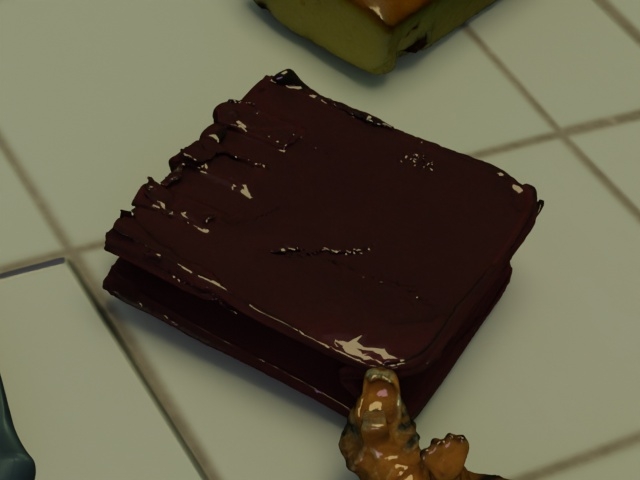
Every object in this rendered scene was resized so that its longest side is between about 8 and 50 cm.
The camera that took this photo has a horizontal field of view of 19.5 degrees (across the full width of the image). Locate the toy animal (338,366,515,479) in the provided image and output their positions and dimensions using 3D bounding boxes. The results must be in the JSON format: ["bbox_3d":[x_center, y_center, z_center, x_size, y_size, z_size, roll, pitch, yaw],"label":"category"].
[{"bbox_3d":[0.134,0.153,0.976,0.255,0.114,0.116,12,9,-9],"label":"toy animal"}]

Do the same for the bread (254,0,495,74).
[{"bbox_3d":[0.095,-0.238,1.392,0.138,0.077,0.361,34,45,20],"label":"bread"}]

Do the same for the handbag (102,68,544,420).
[{"bbox_3d":[0.000,0.002,1.106,0.216,0.074,0.203,24,42,13],"label":"handbag"}]

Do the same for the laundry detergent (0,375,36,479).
[{"bbox_3d":[-0.206,0.085,0.967,0.096,0.061,0.206,-4,45,-32],"label":"laundry detergent"}]
